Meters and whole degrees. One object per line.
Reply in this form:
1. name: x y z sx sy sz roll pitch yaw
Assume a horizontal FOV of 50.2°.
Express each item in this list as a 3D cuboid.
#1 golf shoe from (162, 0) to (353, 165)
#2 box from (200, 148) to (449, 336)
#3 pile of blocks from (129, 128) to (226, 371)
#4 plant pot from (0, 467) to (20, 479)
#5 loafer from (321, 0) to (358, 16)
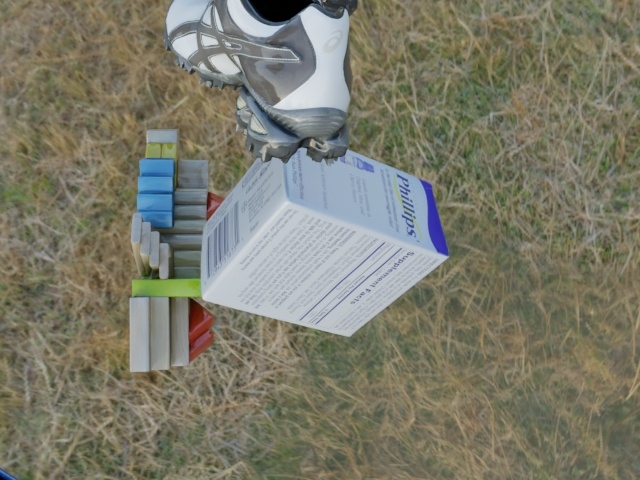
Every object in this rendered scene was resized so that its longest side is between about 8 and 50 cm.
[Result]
1. golf shoe: -0.035 -0.127 0.403 0.077 0.094 0.198 -10 40 -32
2. box: 0.000 0.000 0.507 0.126 0.137 0.072 -45 38 40
3. pile of blocks: -0.170 -0.007 0.859 0.112 0.149 0.363 -1 62 -8
4. plant pot: -0.475 0.352 0.781 0.235 0.212 0.236 32 83 -2
5. loafer: -0.025 -0.267 0.815 0.078 0.223 0.076 -5 89 -17
